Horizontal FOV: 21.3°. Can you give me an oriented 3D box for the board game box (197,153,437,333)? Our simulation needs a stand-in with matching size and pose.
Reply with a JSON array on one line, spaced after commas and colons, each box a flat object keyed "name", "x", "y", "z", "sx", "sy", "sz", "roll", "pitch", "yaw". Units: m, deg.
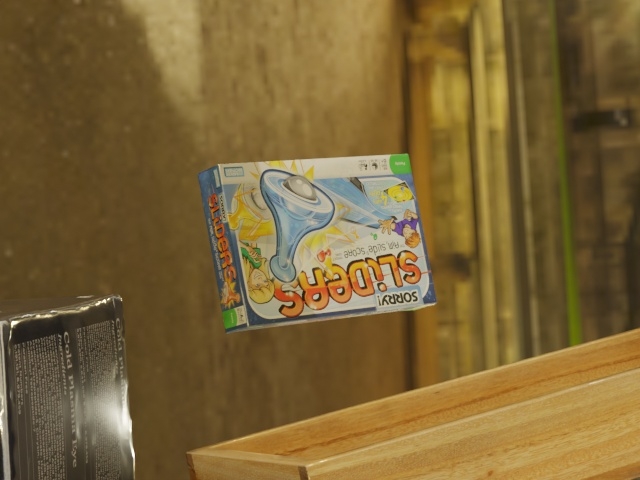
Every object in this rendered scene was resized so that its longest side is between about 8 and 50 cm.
[{"name": "board game box", "x": 0.000, "y": 0.000, "z": 1.427, "sx": 0.201, "sy": 0.035, "sz": 0.136, "roll": -6, "pitch": 82, "yaw": -37}]

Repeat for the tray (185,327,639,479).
[{"name": "tray", "x": 0.137, "y": 0.131, "z": 1.157, "sx": 0.203, "sy": 0.411, "sz": 0.076, "roll": -9, "pitch": -86, "yaw": 65}]

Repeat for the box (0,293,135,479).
[{"name": "box", "x": -0.334, "y": 0.140, "z": 1.207, "sx": 0.312, "sy": 0.343, "sz": 0.179, "roll": -14, "pitch": 101, "yaw": -82}]
